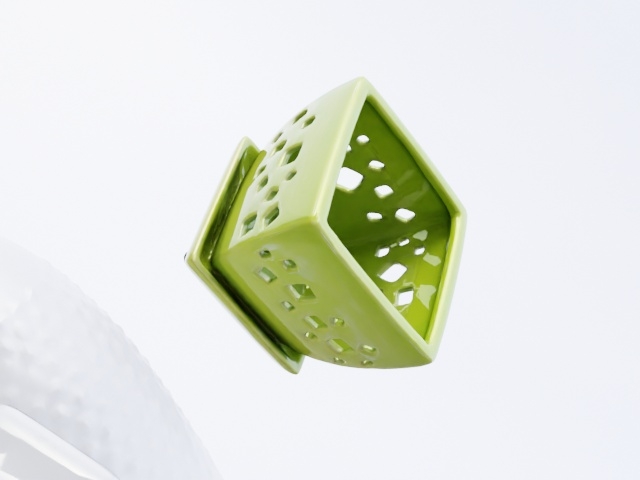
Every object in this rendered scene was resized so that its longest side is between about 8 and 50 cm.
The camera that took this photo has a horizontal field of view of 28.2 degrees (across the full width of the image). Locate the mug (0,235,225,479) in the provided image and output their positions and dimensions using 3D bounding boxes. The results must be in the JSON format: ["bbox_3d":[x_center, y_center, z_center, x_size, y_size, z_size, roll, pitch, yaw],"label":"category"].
[{"bbox_3d":[-0.291,0.197,1.034,0.276,0.374,0.328,-9,-64,50],"label":"mug"}]

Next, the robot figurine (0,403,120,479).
[{"bbox_3d":[-0.261,0.273,0.771,0.200,0.353,0.300,28,-29,18],"label":"robot figurine"}]

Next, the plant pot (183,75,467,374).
[{"bbox_3d":[0.000,0.000,1.343,0.207,0.227,0.228,-16,-52,33],"label":"plant pot"}]
